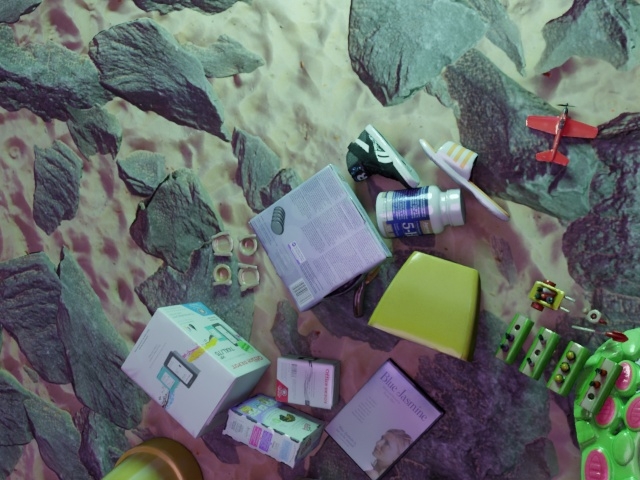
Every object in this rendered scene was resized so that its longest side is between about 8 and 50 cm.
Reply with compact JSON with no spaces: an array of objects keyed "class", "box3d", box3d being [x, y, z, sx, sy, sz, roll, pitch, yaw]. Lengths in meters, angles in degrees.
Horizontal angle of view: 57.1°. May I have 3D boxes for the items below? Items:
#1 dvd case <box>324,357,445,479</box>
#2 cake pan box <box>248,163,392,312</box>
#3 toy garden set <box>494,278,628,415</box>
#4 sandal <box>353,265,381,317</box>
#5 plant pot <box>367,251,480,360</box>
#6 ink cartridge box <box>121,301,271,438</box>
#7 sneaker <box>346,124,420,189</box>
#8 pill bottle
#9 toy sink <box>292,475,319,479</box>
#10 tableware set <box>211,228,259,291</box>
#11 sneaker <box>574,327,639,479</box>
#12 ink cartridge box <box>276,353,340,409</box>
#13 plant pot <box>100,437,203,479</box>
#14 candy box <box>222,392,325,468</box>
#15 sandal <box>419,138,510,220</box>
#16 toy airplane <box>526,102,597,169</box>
[{"class":"dvd case","box3d":[0.150,0.434,1.413,0.180,0.022,0.253,43,103,16]},{"class":"cake pan box","box3d":[0.000,0.000,1.347,0.246,0.070,0.266,-36,77,19]},{"class":"toy garden set","box3d":[0.496,0.202,1.209,0.244,0.049,0.203,28,90,49]},{"class":"sandal","box3d":[0.113,0.078,1.401,0.060,0.090,0.219,5,90,4]},{"class":"plant pot","box3d":[0.251,0.141,1.292,0.212,0.212,0.187,17,83,20]},{"class":"ink cartridge box","box3d":[-0.311,0.319,1.498,0.270,0.198,0.197,37,101,17]},{"class":"sneaker","box3d":[0.137,-0.164,1.382,0.121,0.079,0.217,-46,51,18]},{"class":"pill bottle","box3d":[0.230,-0.066,1.340,0.187,0.112,0.112,-6,87,21]},{"class":"toy sink","box3d":[-0.047,0.676,1.373,0.131,0.234,0.152,4,90,21]},{"class":"tableware set","box3d":[-0.227,0.052,1.564,0.141,0.020,0.168,-3,88,21]},{"class":"sneaker","box3d":[0.620,0.410,1.167,0.185,0.202,0.482,0,73,48]},{"class":"ink cartridge box","box3d":[-0.029,0.348,1.461,0.151,0.063,0.109,3,90,20]},{"class":"plant pot","box3d":[-0.475,0.675,1.535,0.254,0.239,0.253,0,90,21]},{"class":"candy box","box3d":[-0.110,0.457,1.436,0.196,0.165,0.070,18,96,21]},{"class":"sandal","box3d":[0.336,-0.152,1.315,0.265,0.102,0.076,42,102,7]},{"class":"toy airplane","box3d":[0.514,-0.225,1.278,0.151,0.028,0.151,0,89,20]}]
